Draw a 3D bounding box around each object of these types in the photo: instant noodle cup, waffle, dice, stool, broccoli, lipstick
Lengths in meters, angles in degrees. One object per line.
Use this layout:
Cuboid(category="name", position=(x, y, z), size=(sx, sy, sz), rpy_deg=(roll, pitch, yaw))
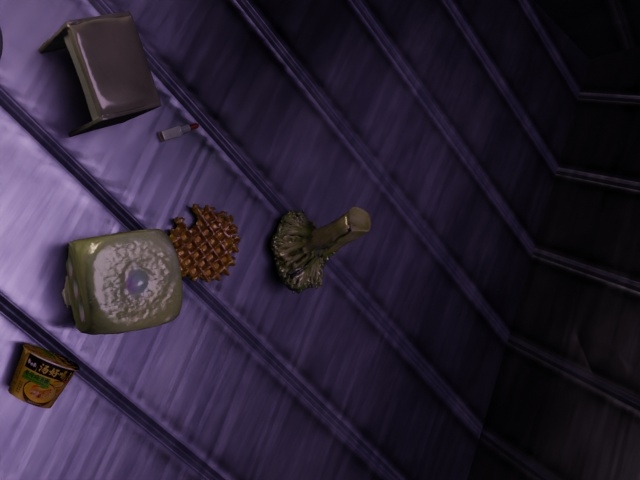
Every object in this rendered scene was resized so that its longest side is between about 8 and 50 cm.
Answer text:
Cuboid(category="instant noodle cup", position=(-0.701, 0.345, 1.753), size=(0.151, 0.151, 0.122), rpy_deg=(29, 79, -31))
Cuboid(category="waffle", position=(-0.344, 0.010, 2.070), size=(0.231, 0.051, 0.229), rpy_deg=(14, 80, -35))
Cuboid(category="dice", position=(-0.519, 0.104, 1.820), size=(0.254, 0.249, 0.252), rpy_deg=(-8, 92, -35))
Cuboid(category="stool", position=(-0.570, -0.421, 1.791), size=(0.170, 0.269, 0.244), rpy_deg=(-23, 102, -35))
Cuboid(category="broccoli", position=(0.007, -0.014, 2.150), size=(0.221, 0.361, 0.252), rpy_deg=(37, 31, -20))
Cuboid(category="lipstick", position=(-0.410, -0.323, 2.046), size=(0.129, 0.030, 0.030), rpy_deg=(-26, 103, -33))

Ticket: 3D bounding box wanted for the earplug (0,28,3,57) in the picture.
Cuboid(category="earplug", position=(-0.875, -0.406, 1.629), size=(0.214, 0.175, 0.326), rpy_deg=(37, 68, -36))
